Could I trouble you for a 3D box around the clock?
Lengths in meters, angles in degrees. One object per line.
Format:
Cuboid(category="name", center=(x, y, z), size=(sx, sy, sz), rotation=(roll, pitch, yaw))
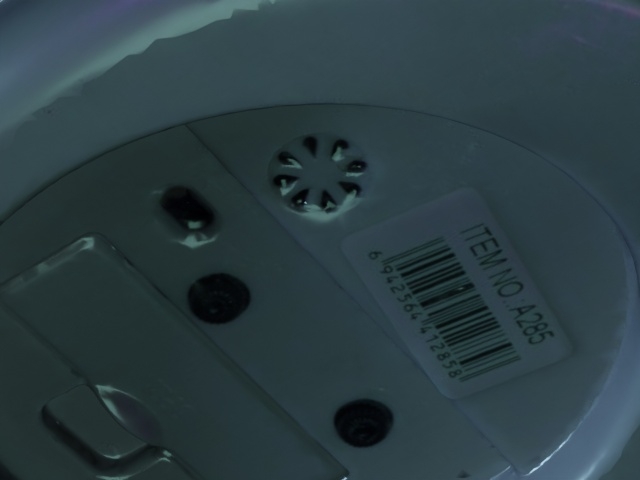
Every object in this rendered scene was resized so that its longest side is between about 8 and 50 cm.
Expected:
Cuboid(category="clock", center=(0.000, 0.000, 0.552), size=(0.322, 0.113, 0.295), rotation=(-29, 125, 22))
